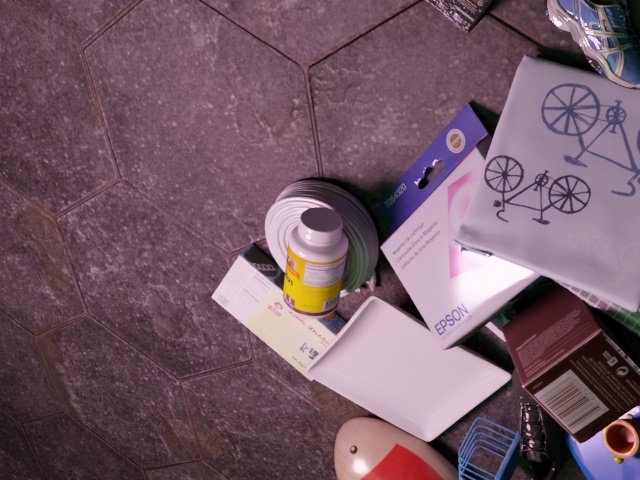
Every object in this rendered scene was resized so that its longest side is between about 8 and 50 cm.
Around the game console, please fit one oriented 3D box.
[{"bbox_3d":[0.679,0.412,1.604,0.293,0.173,0.250,-45,61,35],"label":"game console"}]

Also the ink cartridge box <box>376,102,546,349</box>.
[{"bbox_3d":[0.243,-0.017,1.479,0.330,0.071,0.324,58,138,18],"label":"ink cartridge box"}]

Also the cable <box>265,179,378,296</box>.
[{"bbox_3d":[0.000,0.000,1.729,0.257,0.089,0.257,21,131,20],"label":"cable"}]

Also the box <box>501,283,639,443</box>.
[{"bbox_3d":[0.451,0.207,1.453,0.167,0.203,0.168,-41,107,17],"label":"box"}]

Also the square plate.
[{"bbox_3d":[0.184,0.281,1.805,0.347,0.049,0.344,30,134,-7],"label":"square plate"}]

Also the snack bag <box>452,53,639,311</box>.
[{"bbox_3d":[0.411,-0.091,1.280,0.323,0.037,0.342,22,93,23],"label":"snack bag"}]

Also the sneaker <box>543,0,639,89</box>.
[{"bbox_3d":[0.431,-0.309,1.223,0.211,0.080,0.081,42,136,-1],"label":"sneaker"}]

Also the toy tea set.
[{"bbox_3d":[0.583,0.355,1.487,0.200,0.124,0.336,-25,74,42],"label":"toy tea set"}]

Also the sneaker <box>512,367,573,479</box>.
[{"bbox_3d":[0.452,0.380,1.684,0.109,0.130,0.286,-5,118,38],"label":"sneaker"}]

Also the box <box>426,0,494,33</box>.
[{"bbox_3d":[0.211,-0.440,1.272,0.180,0.077,0.147,38,134,3],"label":"box"}]

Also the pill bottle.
[{"bbox_3d":[-0.009,0.044,1.623,0.117,0.117,0.215,22,130,18],"label":"pill bottle"}]

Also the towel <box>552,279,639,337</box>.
[{"bbox_3d":[0.505,0.008,1.360,0.284,0.121,0.235,34,134,17],"label":"towel"}]

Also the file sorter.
[{"bbox_3d":[0.366,0.480,1.793,0.104,0.118,0.170,23,150,25],"label":"file sorter"}]

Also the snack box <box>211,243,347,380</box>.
[{"bbox_3d":[-0.089,0.173,1.935,0.322,0.060,0.187,40,134,1],"label":"snack box"}]

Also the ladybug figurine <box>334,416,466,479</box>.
[{"bbox_3d":[0.207,0.623,1.996,0.449,0.162,0.305,40,137,1],"label":"ladybug figurine"}]

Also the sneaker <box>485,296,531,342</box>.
[{"bbox_3d":[0.373,0.111,1.567,0.226,0.086,0.163,29,136,14],"label":"sneaker"}]
